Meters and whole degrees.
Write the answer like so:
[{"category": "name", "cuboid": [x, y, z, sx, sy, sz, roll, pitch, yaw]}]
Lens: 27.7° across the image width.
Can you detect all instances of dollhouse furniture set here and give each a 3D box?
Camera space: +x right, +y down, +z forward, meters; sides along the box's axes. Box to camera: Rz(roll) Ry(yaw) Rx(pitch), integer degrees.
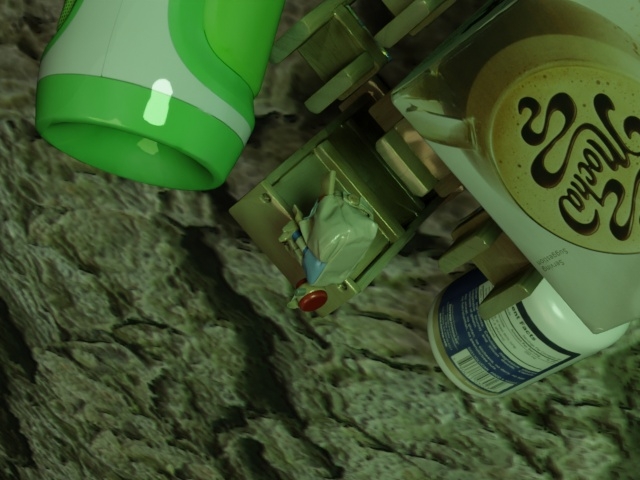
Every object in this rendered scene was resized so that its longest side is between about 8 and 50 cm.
[{"category": "dollhouse furniture set", "cuboid": [0.077, -0.074, 0.831, 0.212, 0.161, 0.242, 49, 136, -4]}]

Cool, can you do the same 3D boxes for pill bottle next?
[{"category": "pill bottle", "cuboid": [0.157, 0.043, 0.902, 0.094, 0.094, 0.169, 49, 142, -3]}]

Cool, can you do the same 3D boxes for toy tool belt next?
[{"category": "toy tool belt", "cuboid": [0.000, 0.000, 0.798, 0.051, 0.052, 0.083, 63, 140, 29]}]

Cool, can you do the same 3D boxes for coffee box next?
[{"category": "coffee box", "cuboid": [0.190, -0.089, 0.570, 0.168, 0.119, 0.297, 49, 146, -6]}]

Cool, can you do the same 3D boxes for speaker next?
[{"category": "speaker", "cuboid": [-0.068, -0.185, 0.745, 0.131, 0.296, 0.131, 14, 167, 3]}]
